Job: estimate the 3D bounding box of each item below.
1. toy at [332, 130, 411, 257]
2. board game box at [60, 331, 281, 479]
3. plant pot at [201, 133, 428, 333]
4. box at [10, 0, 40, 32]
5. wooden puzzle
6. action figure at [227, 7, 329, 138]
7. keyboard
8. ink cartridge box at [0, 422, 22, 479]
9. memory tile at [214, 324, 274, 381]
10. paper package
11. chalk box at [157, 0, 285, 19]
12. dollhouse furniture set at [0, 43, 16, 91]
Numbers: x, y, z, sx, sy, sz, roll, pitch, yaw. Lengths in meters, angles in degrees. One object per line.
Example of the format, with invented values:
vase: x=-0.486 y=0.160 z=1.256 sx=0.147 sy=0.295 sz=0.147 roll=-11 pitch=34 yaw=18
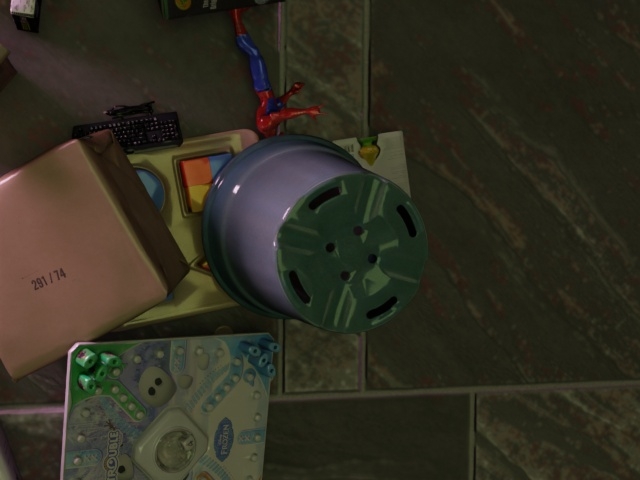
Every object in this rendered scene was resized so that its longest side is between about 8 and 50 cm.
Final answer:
toy: x=0.100 y=-0.081 z=1.940 sx=0.137 sy=0.056 sz=0.237 roll=-9 pitch=100 yaw=-11
board game box: x=-0.250 y=0.360 z=1.762 sx=0.390 sy=0.050 sz=0.389 roll=0 pitch=99 yaw=-36
plant pot: x=0.000 y=0.000 z=1.713 sx=0.341 sy=0.334 sz=0.341 roll=-3 pitch=99 yaw=-17
box: x=-0.483 y=-0.454 z=1.715 sx=0.045 sy=0.184 sz=0.190 roll=7 pitch=91 yaw=-11
wooden puzzle: x=-0.253 y=-0.019 z=1.849 sx=0.348 sy=0.080 sz=0.322 roll=-11 pitch=96 yaw=-12
action figure: x=-0.073 y=-0.301 z=1.866 sx=0.139 sy=0.091 sz=0.280 roll=-12 pitch=96 yaw=-3
keyboard: x=-0.345 y=-0.201 z=1.817 sx=0.192 sy=0.038 sz=0.100 roll=-11 pitch=67 yaw=-15
ink cartridge box: x=-0.636 y=0.499 z=1.748 sx=0.279 sy=0.160 sz=0.384 roll=-20 pitch=97 yaw=-13
memory tile: x=-0.167 y=0.239 z=1.920 sx=0.148 sy=0.012 sz=0.113 roll=45 pitch=83 yaw=-11
paper package: x=-0.434 y=0.020 z=1.714 sx=0.325 sy=0.168 sz=0.309 roll=-28 pitch=99 yaw=12
chalk box: x=-0.212 y=-0.508 z=1.748 sx=0.289 sy=0.180 sz=0.179 roll=-11 pitch=62 yaw=-13
dollhouse furniture set: x=-0.702 y=-0.346 z=1.632 sx=0.394 sy=0.256 sz=0.362 roll=39 pitch=84 yaw=-13
